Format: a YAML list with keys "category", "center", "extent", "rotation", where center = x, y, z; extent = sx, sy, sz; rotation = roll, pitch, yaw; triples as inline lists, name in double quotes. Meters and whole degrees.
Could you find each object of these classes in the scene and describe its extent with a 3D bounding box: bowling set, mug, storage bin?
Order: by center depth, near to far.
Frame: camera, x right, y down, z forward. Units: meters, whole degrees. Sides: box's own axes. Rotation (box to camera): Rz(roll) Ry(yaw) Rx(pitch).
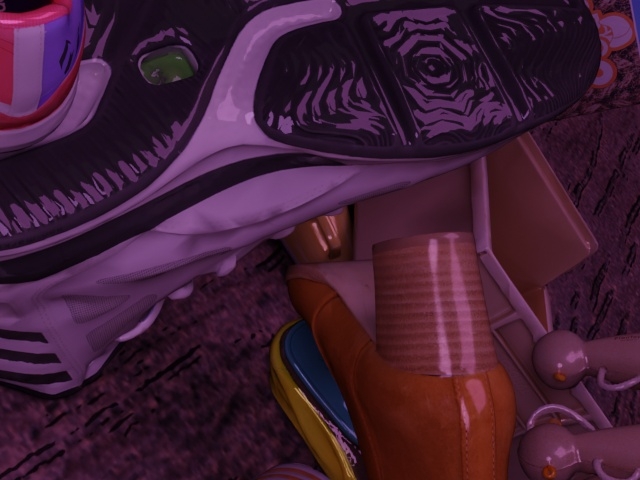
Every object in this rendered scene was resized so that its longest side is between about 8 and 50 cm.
- category: "bowling set"
  center: [0.205, 0.195, 1.025]
  extent: [0.287, 0.154, 0.199]
  rotation: [-61, 149, -64]
- category: "mug"
  center: [-0.002, 0.001, 1.229]
  extent: [0.078, 0.062, 0.064]
  rotation: [-3, 67, -66]
- category: "storage bin"
  center: [0.136, 0.035, 1.270]
  extent: [0.260, 0.123, 0.262]
  rotation: [52, 24, -31]

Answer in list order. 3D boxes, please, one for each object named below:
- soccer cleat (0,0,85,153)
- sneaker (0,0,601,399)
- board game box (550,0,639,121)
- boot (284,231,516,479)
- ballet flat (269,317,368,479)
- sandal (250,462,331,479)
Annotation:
- category: "soccer cleat"
  center: [-0.174, -0.202, 0.737]
  extent: [0.109, 0.116, 0.318]
  rotation: [-11, 75, -23]
- category: "sneaker"
  center: [-0.066, -0.048, 0.931]
  extent: [0.448, 0.257, 0.169]
  rotation: [-16, 70, -24]
- category: "board game box"
  center: [0.098, -0.205, 1.160]
  extent: [0.141, 0.291, 0.232]
  rotation: [-86, 161, -50]
- category: "boot"
  center: [0.043, 0.113, 0.945]
  extent: [0.104, 0.295, 0.211]
  rotation: [-3, 85, -11]
- category: "ballet flat"
  center: [0.037, 0.155, 1.085]
  extent: [0.077, 0.077, 0.231]
  rotation: [-27, 74, -31]
- category: "sandal"
  center: [-0.028, 0.196, 0.941]
  extent: [0.102, 0.076, 0.265]
  rotation: [53, 28, 5]
